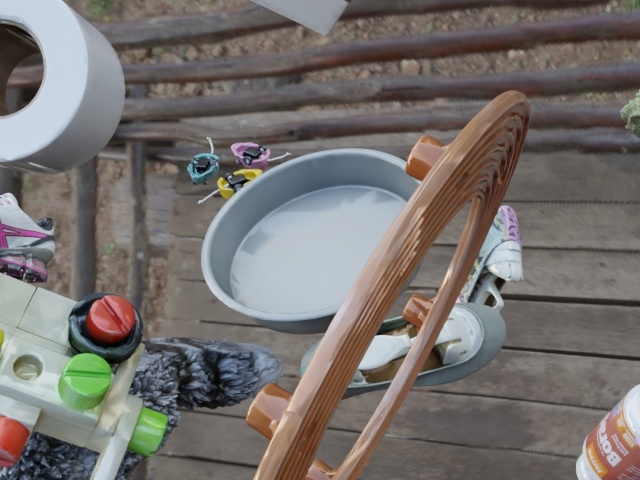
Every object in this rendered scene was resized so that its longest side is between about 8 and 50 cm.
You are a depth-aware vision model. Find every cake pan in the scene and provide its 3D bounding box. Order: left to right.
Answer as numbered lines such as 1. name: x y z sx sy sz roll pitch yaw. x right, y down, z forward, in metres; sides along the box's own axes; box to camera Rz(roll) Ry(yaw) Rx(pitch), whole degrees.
1. cake pan: 0.000 0.000 1.066 0.293 0.054 0.293 -11 43 11

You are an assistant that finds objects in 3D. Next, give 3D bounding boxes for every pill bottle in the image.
1. pill bottle: 0.488 0.324 1.366 0.121 0.121 0.216 46 145 22

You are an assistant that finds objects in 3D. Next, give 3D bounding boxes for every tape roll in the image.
1. tape roll: -0.409 -0.219 1.198 0.246 0.169 0.246 0 89 5

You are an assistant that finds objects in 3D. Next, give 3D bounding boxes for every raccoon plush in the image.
1. raccoon plush: -0.234 0.265 0.946 0.216 0.446 0.299 15 96 60

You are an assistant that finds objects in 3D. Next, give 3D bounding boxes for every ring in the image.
1. ring: 0.030 0.066 0.504 0.032 0.336 0.337 29 96 15

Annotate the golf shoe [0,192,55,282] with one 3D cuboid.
1. golf shoe: -0.367 -0.017 0.944 0.067 0.186 0.086 -3 69 29

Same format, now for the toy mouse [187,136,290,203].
1. toy mouse: -0.127 -0.102 1.215 0.161 0.031 0.143 -25 41 -22

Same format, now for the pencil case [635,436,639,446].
1. pencil case: 0.310 0.108 0.552 0.206 0.088 0.086 -34 37 4

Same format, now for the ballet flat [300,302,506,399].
1. ballet flat: 0.087 0.098 0.790 0.213 0.068 0.072 -12 71 -19

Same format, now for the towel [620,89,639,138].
1. towel: 0.191 -0.046 0.383 0.110 0.148 0.027 27 96 12

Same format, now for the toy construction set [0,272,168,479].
1. toy construction set: -0.221 0.116 0.519 0.151 0.327 0.215 -35 31 40

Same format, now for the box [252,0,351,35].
1. box: -0.026 -0.470 1.501 0.180 0.182 0.119 23 74 -11

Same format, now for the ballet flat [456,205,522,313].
1. ballet flat: 0.238 0.062 1.234 0.079 0.076 0.222 42 113 55
